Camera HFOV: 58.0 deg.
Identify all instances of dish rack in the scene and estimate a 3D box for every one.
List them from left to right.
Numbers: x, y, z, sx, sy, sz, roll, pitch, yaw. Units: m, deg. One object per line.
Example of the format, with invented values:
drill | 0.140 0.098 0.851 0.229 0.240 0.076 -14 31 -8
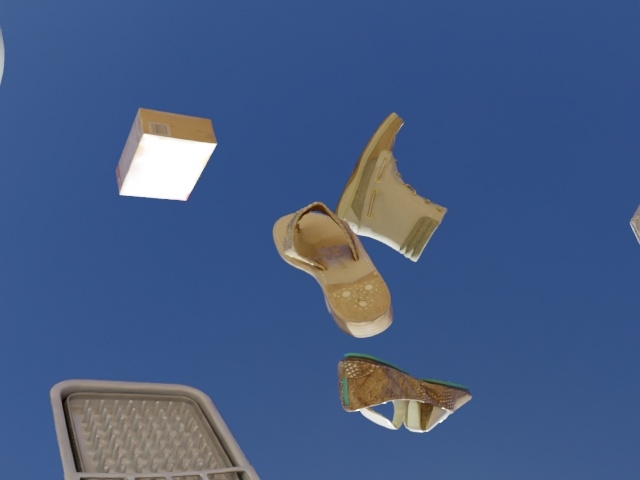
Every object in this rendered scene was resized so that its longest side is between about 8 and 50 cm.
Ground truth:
dish rack | -0.270 0.337 0.910 0.333 0.286 0.072 36 -71 54

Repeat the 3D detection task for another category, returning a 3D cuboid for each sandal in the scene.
sandal | 0.006 -0.002 0.615 0.088 0.079 0.240 -21 -144 -12

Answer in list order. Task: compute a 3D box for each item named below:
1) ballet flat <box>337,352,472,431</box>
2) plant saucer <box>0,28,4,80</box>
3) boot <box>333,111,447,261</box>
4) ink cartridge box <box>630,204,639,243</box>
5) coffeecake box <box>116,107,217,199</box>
ballet flat | 0.095 0.179 0.648 0.073 0.206 0.067 -14 -119 50
plant saucer | -0.373 -0.037 0.452 0.401 0.100 0.400 -31 -149 21
boot | 0.133 -0.088 0.945 0.165 0.077 0.213 25 -98 5
ink cartridge box | 0.526 -0.040 0.786 0.153 0.208 0.086 -27 -91 37
coffeecake box | -0.309 -0.165 1.146 0.143 0.185 0.068 2 -124 -33
